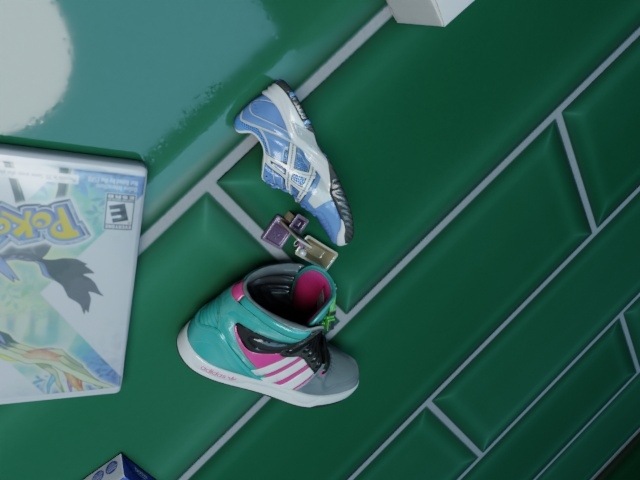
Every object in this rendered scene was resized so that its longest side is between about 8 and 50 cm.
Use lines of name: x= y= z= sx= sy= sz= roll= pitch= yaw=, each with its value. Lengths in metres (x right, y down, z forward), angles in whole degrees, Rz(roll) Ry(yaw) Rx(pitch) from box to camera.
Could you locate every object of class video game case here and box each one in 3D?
video game case: x=-0.366 y=0.045 z=0.484 sx=0.328 sy=0.036 sz=0.300 roll=3 pitch=112 yaw=-30

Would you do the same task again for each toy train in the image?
toy train: x=0.015 y=0.102 z=0.728 sx=0.017 sy=0.023 sz=0.083 roll=-8 pitch=118 yaw=-25

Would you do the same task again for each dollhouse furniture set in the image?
dollhouse furniture set: x=0.000 y=0.000 z=0.633 sx=0.114 sy=0.081 sz=0.091 roll=32 pitch=96 yaw=-36

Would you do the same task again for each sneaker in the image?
sneaker: x=-0.026 y=-0.082 z=0.576 sx=0.081 sy=0.080 sz=0.211 roll=-29 pitch=103 yaw=2
sneaker: x=-0.021 y=0.123 z=0.648 sx=0.295 sy=0.124 sz=0.178 roll=23 pitch=121 yaw=-34

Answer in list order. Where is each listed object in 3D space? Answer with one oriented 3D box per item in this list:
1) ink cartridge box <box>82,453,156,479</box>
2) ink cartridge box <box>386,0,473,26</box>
ink cartridge box: x=-0.343 y=0.403 z=0.667 sx=0.207 sy=0.046 sz=0.097 roll=-34 pitch=126 yaw=-11
ink cartridge box: x=0.152 y=-0.316 z=0.550 sx=0.135 sy=0.099 sz=0.056 roll=-42 pitch=127 yaw=-3
